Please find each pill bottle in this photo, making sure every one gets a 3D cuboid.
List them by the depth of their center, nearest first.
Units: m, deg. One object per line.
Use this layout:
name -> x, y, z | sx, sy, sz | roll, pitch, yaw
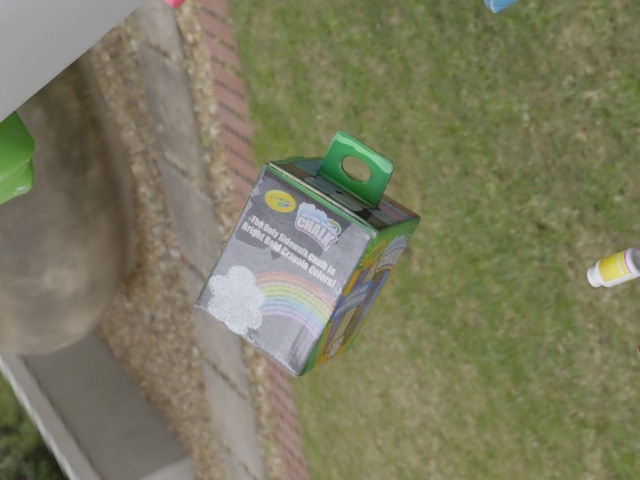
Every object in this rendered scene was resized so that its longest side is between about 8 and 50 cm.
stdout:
pill bottle -> 0.429, 0.041, 1.687 | 0.083, 0.043, 0.043 | -27, 87, 46

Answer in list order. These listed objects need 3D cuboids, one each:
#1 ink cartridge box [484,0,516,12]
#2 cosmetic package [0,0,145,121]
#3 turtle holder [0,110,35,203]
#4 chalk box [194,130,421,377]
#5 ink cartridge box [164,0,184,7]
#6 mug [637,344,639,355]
ink cartridge box -> 0.114, -0.218, 0.466 | 0.232, 0.168, 0.171 | -19, -93, -82
cosmetic package -> -0.244, -0.082, 0.435 | 0.197, 0.365, 0.155 | 50, 170, -1
turtle holder -> -0.374, -0.033, 0.737 | 0.243, 0.320, 0.227 | 22, 141, 38
chalk box -> 0.000, 0.000, 1.124 | 0.132, 0.132, 0.213 | 34, 107, 16
ink cartridge box -> -0.125, -0.362, 1.109 | 0.237, 0.172, 0.100 | -33, 40, 33
mug -> 0.458, 0.143, 1.294 | 0.150, 0.169, 0.113 | 62, -166, -15
